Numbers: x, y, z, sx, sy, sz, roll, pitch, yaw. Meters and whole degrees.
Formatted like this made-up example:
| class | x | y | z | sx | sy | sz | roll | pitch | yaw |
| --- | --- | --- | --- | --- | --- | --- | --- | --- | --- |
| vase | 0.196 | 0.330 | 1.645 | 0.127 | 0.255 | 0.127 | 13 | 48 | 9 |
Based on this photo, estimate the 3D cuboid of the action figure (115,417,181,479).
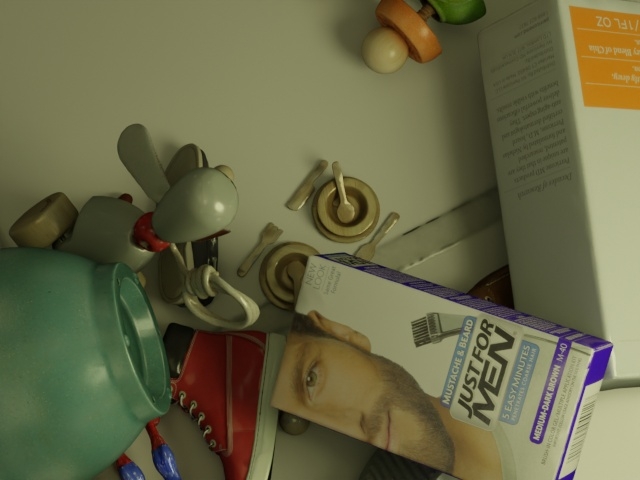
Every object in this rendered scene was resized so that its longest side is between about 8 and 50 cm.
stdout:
| class | x | y | z | sx | sy | sz | roll | pitch | yaw |
| --- | --- | --- | --- | --- | --- | --- | --- | --- | --- |
| action figure | -0.160 | 0.340 | 1.662 | 0.091 | 0.139 | 0.280 | -27 | 53 | -8 |

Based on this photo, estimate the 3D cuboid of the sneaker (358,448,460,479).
| class | x | y | z | sx | sy | sz | roll | pitch | yaw |
| --- | --- | --- | --- | --- | --- | --- | --- | --- | --- |
| sneaker | 0.115 | 0.342 | 1.670 | 0.366 | 0.135 | 0.150 | -51 | 122 | -31 |

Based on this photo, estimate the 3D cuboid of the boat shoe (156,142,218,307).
| class | x | y | z | sx | sy | sz | roll | pitch | yaw |
| --- | --- | --- | --- | --- | --- | --- | --- | --- | --- |
| boat shoe | -0.157 | -0.016 | 1.766 | 0.065 | 0.075 | 0.206 | 19 | 66 | -45 |

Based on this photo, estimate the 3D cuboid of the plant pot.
| class | x | y | z | sx | sy | sz | roll | pitch | yaw |
| --- | --- | --- | --- | --- | --- | --- | --- | --- | --- |
| plant pot | -0.279 | 0.132 | 1.555 | 0.196 | 0.293 | 0.293 | -16 | 80 | 6 |

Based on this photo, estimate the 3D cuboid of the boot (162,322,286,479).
| class | x | y | z | sx | sy | sz | roll | pitch | yaw |
| --- | --- | --- | --- | --- | --- | --- | --- | --- | --- |
| boot | -0.138 | 0.221 | 1.698 | 0.176 | 0.088 | 0.244 | 6 | 70 | -3 |

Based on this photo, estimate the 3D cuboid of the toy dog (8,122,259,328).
| class | x | y | z | sx | sy | sz | roll | pitch | yaw |
| --- | --- | --- | --- | --- | --- | --- | --- | --- | --- |
| toy dog | -0.197 | -0.027 | 1.658 | 0.333 | 0.220 | 0.161 | 1 | 41 | 32 |

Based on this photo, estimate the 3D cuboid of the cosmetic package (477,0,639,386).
| class | x | y | z | sx | sy | sz | roll | pitch | yaw |
| --- | --- | --- | --- | --- | --- | --- | --- | --- | --- |
| cosmetic package | 0.348 | -0.053 | 1.715 | 0.230 | 0.161 | 0.453 | 0 | 78 | -32 |

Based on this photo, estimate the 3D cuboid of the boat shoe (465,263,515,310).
| class | x | y | z | sx | sy | sz | roll | pitch | yaw |
| --- | --- | --- | --- | --- | --- | --- | --- | --- | --- |
| boat shoe | 0.192 | 0.116 | 1.735 | 0.307 | 0.104 | 0.111 | -36 | 83 | -11 |

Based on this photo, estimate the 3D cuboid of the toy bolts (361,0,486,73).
| class | x | y | z | sx | sy | sz | roll | pitch | yaw |
| --- | --- | --- | --- | --- | --- | --- | --- | --- | --- |
| toy bolts | 0.066 | -0.336 | 1.780 | 0.158 | 0.218 | 0.228 | -41 | 67 | -5 |

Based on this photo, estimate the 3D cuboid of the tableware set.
| class | x | y | z | sx | sy | sz | roll | pitch | yaw |
| --- | --- | --- | --- | --- | --- | --- | --- | --- | --- |
| tableware set | 0.000 | 0.000 | 1.775 | 0.128 | 0.039 | 0.194 | 36 | 78 | 3 |

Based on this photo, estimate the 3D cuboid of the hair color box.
| class | x | y | z | sx | sy | sz | roll | pitch | yaw |
| --- | --- | --- | --- | --- | --- | --- | --- | --- | --- |
| hair color box | 0.130 | 0.149 | 1.583 | 0.338 | 0.110 | 0.185 | 18 | 98 | 24 |

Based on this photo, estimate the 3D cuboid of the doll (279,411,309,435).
| class | x | y | z | sx | sy | sz | roll | pitch | yaw |
| --- | --- | --- | --- | --- | --- | --- | --- | --- | --- |
| doll | 0.006 | 0.151 | 1.721 | 0.129 | 0.046 | 0.189 | 35 | 102 | 37 |
